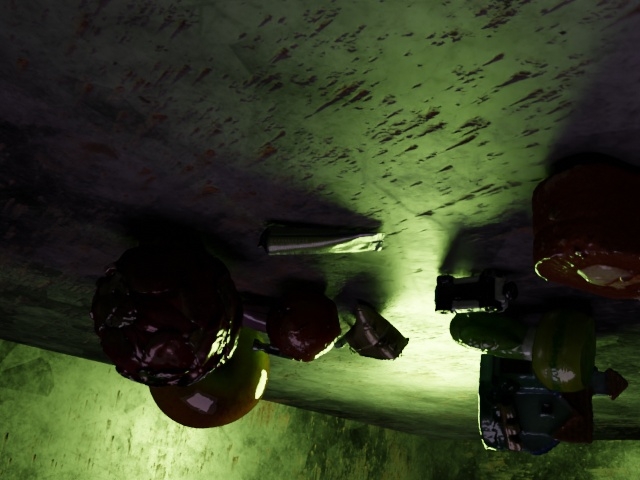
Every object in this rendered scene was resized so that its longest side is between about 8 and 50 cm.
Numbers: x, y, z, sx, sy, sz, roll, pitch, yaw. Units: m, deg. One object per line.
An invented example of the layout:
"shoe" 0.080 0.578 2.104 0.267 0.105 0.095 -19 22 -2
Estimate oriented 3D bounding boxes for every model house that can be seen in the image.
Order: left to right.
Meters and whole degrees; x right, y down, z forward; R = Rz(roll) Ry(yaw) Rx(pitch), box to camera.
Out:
"model house" 0.588 0.392 1.652 0.330 0.294 0.252 -1 161 28

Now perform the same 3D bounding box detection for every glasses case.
"glasses case" -0.095 0.217 1.748 0.317 0.075 0.123 16 162 -20

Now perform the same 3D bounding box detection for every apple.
"apple" -0.301 0.347 1.812 0.340 0.339 0.339 7 158 3

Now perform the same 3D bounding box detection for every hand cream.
"hand cream" 0.000 0.000 1.236 0.235 0.055 0.086 0 160 1

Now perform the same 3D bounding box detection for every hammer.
"hammer" -0.124 0.271 1.759 0.111 0.033 0.288 17 179 -4

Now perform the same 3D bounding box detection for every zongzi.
"zongzi" 0.109 0.224 1.704 0.197 0.099 0.194 47 154 -21

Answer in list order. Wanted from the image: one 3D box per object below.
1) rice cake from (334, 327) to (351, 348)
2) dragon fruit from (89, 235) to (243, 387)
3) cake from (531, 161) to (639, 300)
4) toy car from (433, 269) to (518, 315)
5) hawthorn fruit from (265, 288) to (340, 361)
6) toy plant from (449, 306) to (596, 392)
"rice cake" 0.071 0.268 1.811 0.022 0.021 0.121 -16 -174 28
"dragon fruit" -0.313 0.153 1.372 0.329 0.329 0.329 7 158 3
"cake" 0.426 0.001 0.941 0.283 0.150 0.177 11 155 -19
"toy car" 0.314 0.110 1.341 0.171 0.080 0.070 -9 154 35
"hawthorn fruit" -0.056 0.195 1.551 0.181 0.181 0.235 -4 162 27
"toy plant" 0.443 0.229 1.492 0.316 0.184 0.224 5 179 35
